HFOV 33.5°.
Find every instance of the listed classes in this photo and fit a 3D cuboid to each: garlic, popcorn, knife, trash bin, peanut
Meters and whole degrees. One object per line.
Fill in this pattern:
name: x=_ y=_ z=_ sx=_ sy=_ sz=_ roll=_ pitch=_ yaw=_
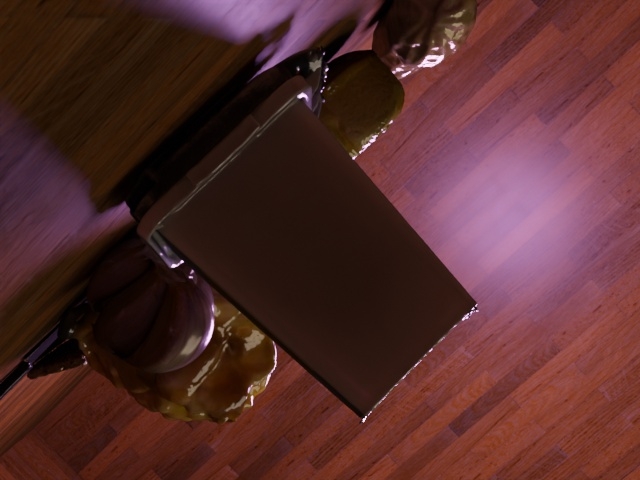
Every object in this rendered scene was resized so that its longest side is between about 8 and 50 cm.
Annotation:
garlic: x=-0.226 y=0.095 z=1.523 sx=0.191 sy=0.214 sz=0.160 roll=-50 pitch=156 yaw=21
popcorn: x=-0.237 y=0.139 z=1.763 sx=0.381 sy=0.349 sz=0.349 roll=2 pitch=162 yaw=-20
knife: x=-0.475 y=0.184 z=1.797 sx=0.245 sy=0.019 sz=0.072 roll=-47 pitch=178 yaw=-11
trash bin: x=0.000 y=0.000 z=1.223 sx=0.296 sy=0.367 sz=0.256 roll=-44 pitch=172 yaw=-9
peanut: x=0.163 y=-0.348 z=1.749 sx=0.149 sy=0.149 sz=0.313 roll=-44 pitch=-173 yaw=-9

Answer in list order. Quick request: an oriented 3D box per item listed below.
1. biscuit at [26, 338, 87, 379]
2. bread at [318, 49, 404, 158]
biscuit: x=-0.462 y=0.206 z=2.039 sx=0.131 sy=0.025 sz=0.231 roll=-16 pitch=-171 yaw=14
bread: x=0.009 y=-0.190 z=1.682 sx=0.270 sy=0.148 sz=0.270 roll=-41 pitch=-176 yaw=4
